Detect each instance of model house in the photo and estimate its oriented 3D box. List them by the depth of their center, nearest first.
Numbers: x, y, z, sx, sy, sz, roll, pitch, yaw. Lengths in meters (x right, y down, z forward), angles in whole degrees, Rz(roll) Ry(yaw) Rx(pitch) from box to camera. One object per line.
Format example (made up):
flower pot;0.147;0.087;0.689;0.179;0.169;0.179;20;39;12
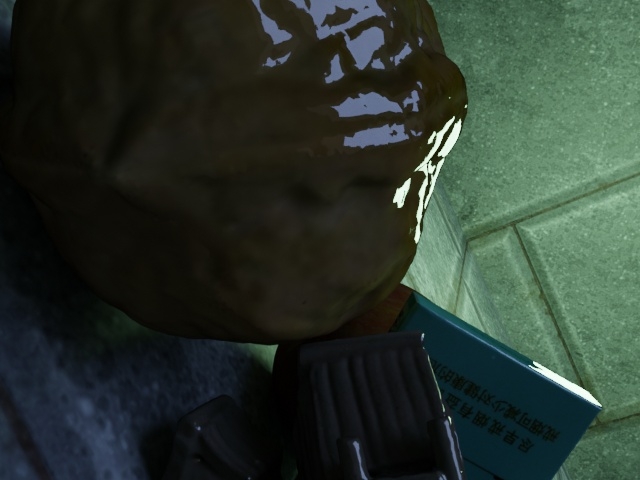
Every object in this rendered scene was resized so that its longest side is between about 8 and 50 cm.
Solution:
model house;0.007;0.159;0.427;0.122;0.229;0.188;64;13;-73

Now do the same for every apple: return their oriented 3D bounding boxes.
apple;0.048;0.130;0.628;0.174;0.188;0.188;48;24;-16

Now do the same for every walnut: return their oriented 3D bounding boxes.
walnut;-0.049;-0.081;0.461;0.306;0.306;0.344;63;25;-11

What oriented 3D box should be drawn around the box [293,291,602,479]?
box;0.080;0.176;0.520;0.162;0.229;0.041;30;9;-4
